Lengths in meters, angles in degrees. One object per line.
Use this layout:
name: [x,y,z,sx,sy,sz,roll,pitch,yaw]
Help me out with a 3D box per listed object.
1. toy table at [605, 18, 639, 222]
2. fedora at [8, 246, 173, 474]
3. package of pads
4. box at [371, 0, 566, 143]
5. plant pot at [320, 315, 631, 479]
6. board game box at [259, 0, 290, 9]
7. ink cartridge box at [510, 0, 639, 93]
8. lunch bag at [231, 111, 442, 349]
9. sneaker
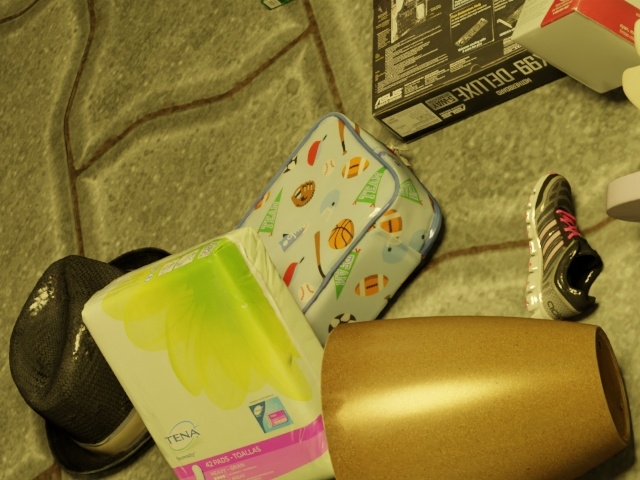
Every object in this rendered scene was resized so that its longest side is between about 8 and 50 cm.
toy table: [0.389,-0.108,1.302,0.274,0.252,0.161,-6,78,42]
fedora: [-0.313,0.138,1.875,0.334,0.152,0.334,-23,51,32]
package of pads: [-0.110,0.151,1.580,0.229,0.296,0.101,-21,13,34]
box: [0.202,-0.283,1.695,0.307,0.076,0.242,-22,51,33]
plant pot: [0.161,0.167,1.362,0.254,0.237,0.237,-16,54,21]
board game box: [-0.018,-0.472,2.066,0.136,0.030,0.260,-14,56,36]
ink cartridge box: [0.307,-0.270,1.466,0.128,0.127,0.176,-18,48,66]
lunch bag: [0.000,0.000,1.690,0.303,0.115,0.243,-50,39,9]
sneaker: [0.260,0.006,1.470,0.075,0.063,0.170,-13,62,39]
